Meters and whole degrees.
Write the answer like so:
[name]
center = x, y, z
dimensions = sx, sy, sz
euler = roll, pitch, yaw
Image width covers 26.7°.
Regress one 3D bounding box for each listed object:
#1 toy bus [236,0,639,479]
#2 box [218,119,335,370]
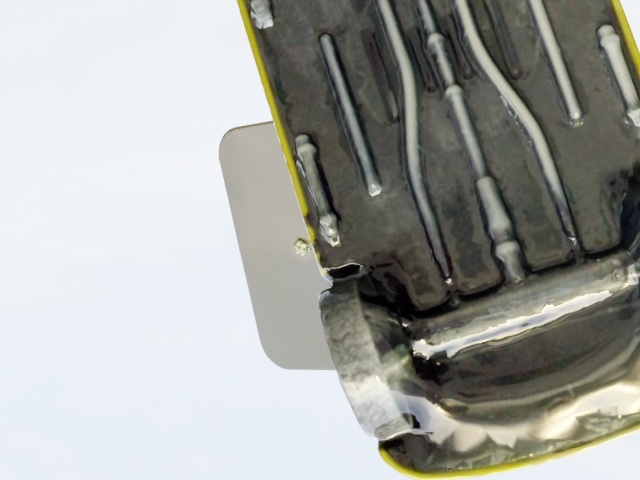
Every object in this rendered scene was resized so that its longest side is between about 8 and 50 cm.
[toy bus]
center = 0.049, -0.073, 0.545
dimensions = 0.144, 0.330, 0.152
euler = -19, 168, 8
[box]
center = 0.000, 0.000, 0.657
dimensions = 0.091, 0.126, 0.031
euler = -6, -171, 44
